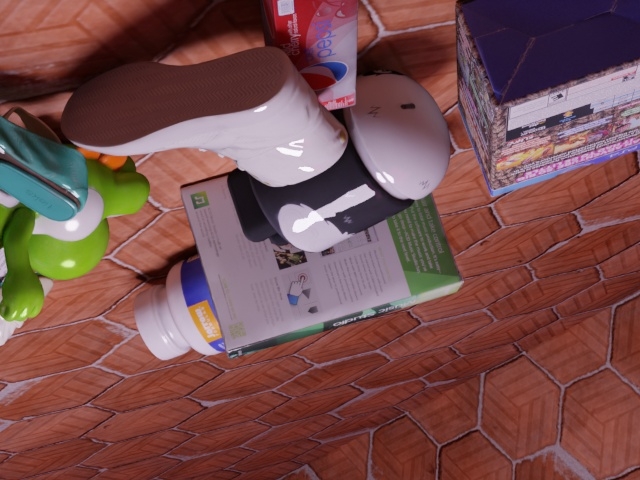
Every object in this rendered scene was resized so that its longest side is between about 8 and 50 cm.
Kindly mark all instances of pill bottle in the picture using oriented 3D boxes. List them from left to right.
[{"bbox_3d":[-0.135,0.081,1.909,0.272,0.152,0.152,-23,160,14],"label":"pill bottle"}]

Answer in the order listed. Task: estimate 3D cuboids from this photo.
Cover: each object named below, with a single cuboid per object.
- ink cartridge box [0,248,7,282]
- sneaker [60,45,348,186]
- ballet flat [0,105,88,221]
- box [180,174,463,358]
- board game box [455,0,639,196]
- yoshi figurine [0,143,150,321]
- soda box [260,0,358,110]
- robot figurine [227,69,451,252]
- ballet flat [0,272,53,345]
[{"bbox_3d":[-0.529,0.028,1.553,0.311,0.065,0.186,-8,160,-34],"label":"ink cartridge box"},{"bbox_3d":[-0.117,-0.108,1.328,0.292,0.108,0.169,-1,154,32],"label":"sneaker"},{"bbox_3d":[-0.338,-0.107,1.291,0.083,0.087,0.247,-25,137,37],"label":"ballet flat"},{"bbox_3d":[0.000,0.000,1.688,0.322,0.232,0.058,-16,165,-4],"label":"box"},{"bbox_3d":[0.294,-0.196,1.548,0.232,0.141,0.291,-18,161,0],"label":"board game box"},{"bbox_3d":[-0.362,-0.008,1.428,0.362,0.204,0.203,-12,179,-39],"label":"yoshi figurine"},{"bbox_3d":[-0.013,-0.221,1.278,0.083,0.092,0.263,-15,160,-5],"label":"soda box"},{"bbox_3d":[0.022,-0.095,1.550,0.278,0.173,0.209,-27,-159,26],"label":"robot figurine"},{"bbox_3d":[-0.458,0.116,1.657,0.248,0.086,0.086,-18,161,1],"label":"ballet flat"}]
